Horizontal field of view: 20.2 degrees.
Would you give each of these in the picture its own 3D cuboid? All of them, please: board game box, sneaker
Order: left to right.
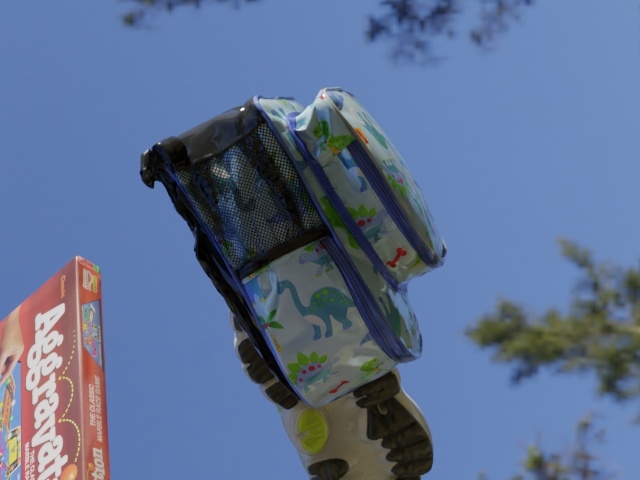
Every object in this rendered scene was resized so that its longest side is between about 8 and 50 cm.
[{"bbox_3d":[-0.206,0.154,1.277,0.027,0.145,0.281,33,-148,-35],"label":"board game box"},{"bbox_3d":[-0.009,0.053,1.124,0.107,0.118,0.279,-20,-47,-9],"label":"sneaker"}]

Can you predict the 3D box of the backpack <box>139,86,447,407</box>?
[{"bbox_3d":[0.000,0.000,0.680,0.114,0.084,0.105,63,-171,2],"label":"backpack"}]
